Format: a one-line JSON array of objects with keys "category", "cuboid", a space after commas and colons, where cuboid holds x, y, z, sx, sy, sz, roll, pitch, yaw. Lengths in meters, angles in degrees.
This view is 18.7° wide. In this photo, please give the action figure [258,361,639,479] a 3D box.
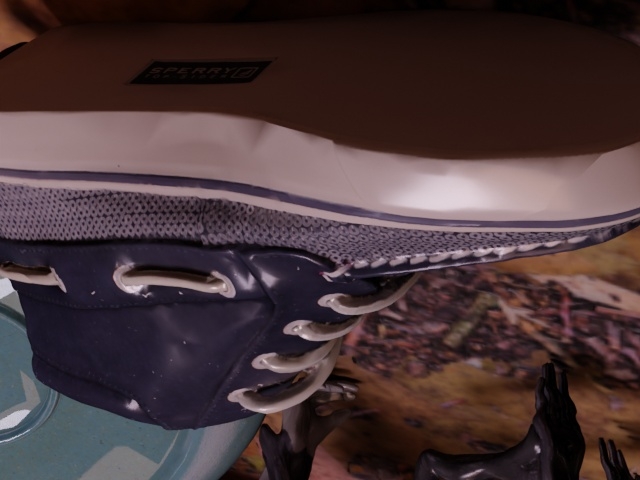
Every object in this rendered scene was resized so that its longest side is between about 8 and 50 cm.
[{"category": "action figure", "cuboid": [0.039, 0.161, 1.061, 0.275, 0.141, 0.164, -24, 133, 29]}]

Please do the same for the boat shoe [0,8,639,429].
[{"category": "boat shoe", "cuboid": [0.000, 0.000, 0.793, 0.340, 0.127, 0.158, 7, 123, 36]}]

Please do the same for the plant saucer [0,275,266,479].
[{"category": "plant saucer", "cuboid": [-0.180, 0.056, 0.985, 0.317, 0.044, 0.318, 3, 128, 4]}]
